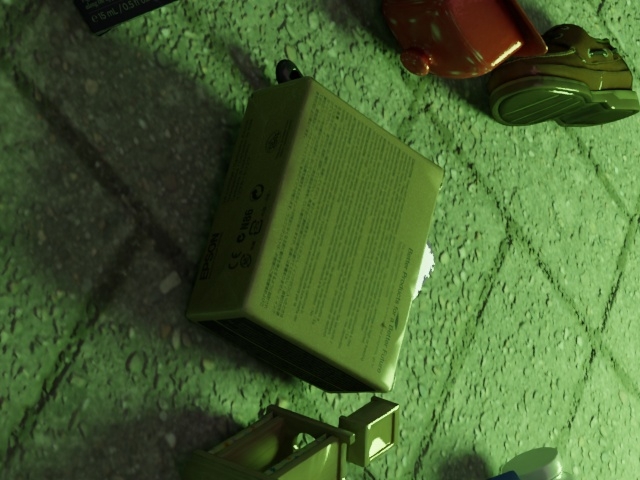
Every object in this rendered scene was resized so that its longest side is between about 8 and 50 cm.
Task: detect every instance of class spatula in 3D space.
[{"bbox_3d":[0.035,-0.059,1.503,0.296,0.030,0.084,54,50,-25],"label":"spatula"}]

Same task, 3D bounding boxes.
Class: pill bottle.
[{"bbox_3d":[0.248,0.302,1.609,0.086,0.086,0.152,-33,104,-49],"label":"pill bottle"}]

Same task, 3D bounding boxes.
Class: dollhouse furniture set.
[{"bbox_3d":[-0.024,0.233,1.334,0.182,0.101,0.161,-25,123,-50],"label":"dollhouse furniture set"}]

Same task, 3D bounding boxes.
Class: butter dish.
[{"bbox_3d":[0.128,-0.223,1.590,0.118,0.160,0.160,-51,120,-17],"label":"butter dish"}]

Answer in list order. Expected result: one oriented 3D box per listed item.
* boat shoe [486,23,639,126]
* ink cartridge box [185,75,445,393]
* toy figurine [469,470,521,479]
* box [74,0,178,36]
[{"bbox_3d":[0.273,-0.196,1.773,0.307,0.110,0.104,0,76,-59],"label":"boat shoe"},{"bbox_3d":[0.000,0.000,1.381,0.193,0.088,0.235,33,62,-36],"label":"ink cartridge box"},{"bbox_3d":[0.146,0.325,1.458,0.362,0.217,0.191,-19,114,-7],"label":"toy figurine"},{"bbox_3d":[-0.160,-0.297,1.249,0.207,0.153,0.108,60,43,-18],"label":"box"}]
